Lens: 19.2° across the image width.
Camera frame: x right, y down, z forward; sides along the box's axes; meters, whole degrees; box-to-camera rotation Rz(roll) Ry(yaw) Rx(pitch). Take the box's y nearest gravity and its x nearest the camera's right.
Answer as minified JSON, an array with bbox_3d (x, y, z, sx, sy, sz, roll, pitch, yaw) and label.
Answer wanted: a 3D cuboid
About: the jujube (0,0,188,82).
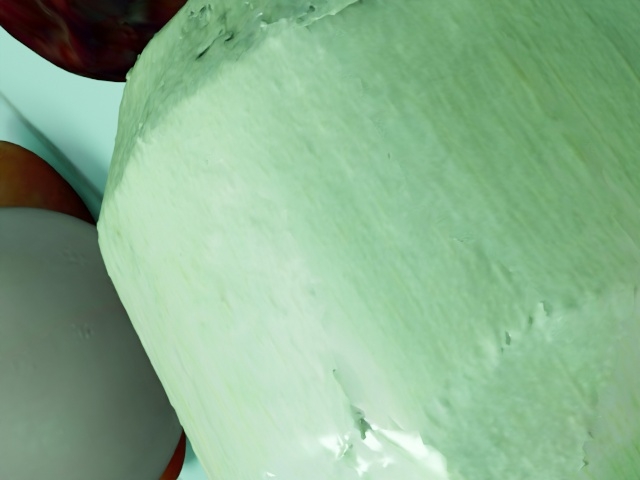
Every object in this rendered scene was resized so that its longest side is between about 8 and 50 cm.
[{"bbox_3d":[-0.050,-0.153,0.618,0.183,0.183,0.243,58,146,9],"label":"jujube"}]

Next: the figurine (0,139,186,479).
[{"bbox_3d":[-0.178,0.078,1.169,0.211,0.261,0.270,-16,102,40],"label":"figurine"}]

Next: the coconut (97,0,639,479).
[{"bbox_3d":[0.051,0.018,0.552,0.234,0.224,0.224,65,159,6],"label":"coconut"}]
